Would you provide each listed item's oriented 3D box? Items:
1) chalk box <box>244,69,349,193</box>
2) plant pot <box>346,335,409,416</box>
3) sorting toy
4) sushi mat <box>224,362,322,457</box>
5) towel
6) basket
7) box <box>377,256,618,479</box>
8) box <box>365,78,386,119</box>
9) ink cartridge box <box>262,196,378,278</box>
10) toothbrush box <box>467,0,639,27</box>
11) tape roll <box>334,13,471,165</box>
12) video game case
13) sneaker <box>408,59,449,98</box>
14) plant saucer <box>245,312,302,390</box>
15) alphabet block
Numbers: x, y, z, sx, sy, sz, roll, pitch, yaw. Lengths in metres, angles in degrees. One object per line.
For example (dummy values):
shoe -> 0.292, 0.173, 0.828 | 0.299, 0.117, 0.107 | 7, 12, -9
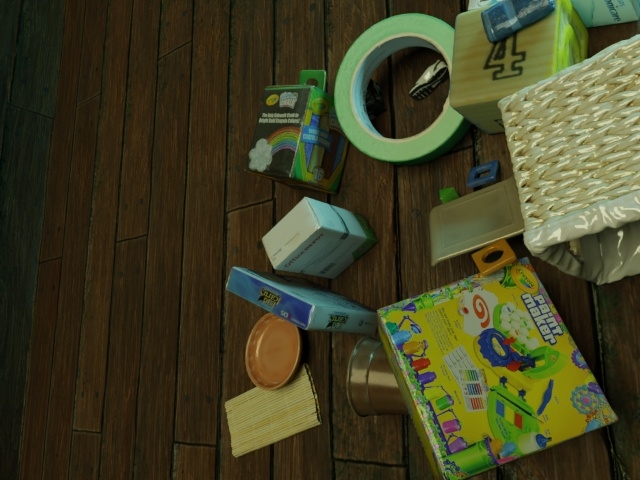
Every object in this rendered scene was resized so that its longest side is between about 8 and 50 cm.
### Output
chalk box -> -0.041, -0.283, 1.433 | 0.180, 0.179, 0.289 | 14, 88, 42
plant pot -> 0.165, 0.283, 1.154 | 0.165, 0.167, 0.167 | -2, 79, 31
sorting toy -> 0.300, -0.031, 1.079 | 0.196, 0.047, 0.348 | -25, 28, 25
sushi mat -> -0.129, 0.438, 1.449 | 0.316, 0.019, 0.151 | -32, 60, 31
towel -> 0.341, -0.398, 0.985 | 0.119, 0.029, 0.067 | -21, 68, 35
basket -> 0.493, -0.116, 0.846 | 0.331, 0.328, 0.267 | -22, 65, 37
box -> 0.278, 0.227, 0.969 | 0.279, 0.177, 0.290 | -19, 63, -2
box -> 0.116, -0.349, 1.388 | 0.052, 0.062, 0.083 | -28, 65, 32
ink cartridge box -> 0.000, 0.000, 1.304 | 0.160, 0.219, 0.093 | -42, 57, 25
toothbrush box -> 0.459, -0.531, 1.098 | 0.295, 0.126, 0.216 | 5, 83, 41
tape roll -> 0.189, -0.331, 1.261 | 0.321, 0.077, 0.321 | 0, 89, 28
video game case -> -0.037, 0.139, 1.289 | 0.269, 0.244, 0.061 | 20, 95, 41
sneaker -> 0.248, -0.369, 1.304 | 0.109, 0.040, 0.044 | -36, 45, 24
plant saucer -> -0.114, 0.281, 1.446 | 0.200, 0.037, 0.200 | -18, 62, 39
alphabet block -> 0.380, -0.329, 1.080 | 0.197, 0.192, 0.194 | 0, 82, 39
